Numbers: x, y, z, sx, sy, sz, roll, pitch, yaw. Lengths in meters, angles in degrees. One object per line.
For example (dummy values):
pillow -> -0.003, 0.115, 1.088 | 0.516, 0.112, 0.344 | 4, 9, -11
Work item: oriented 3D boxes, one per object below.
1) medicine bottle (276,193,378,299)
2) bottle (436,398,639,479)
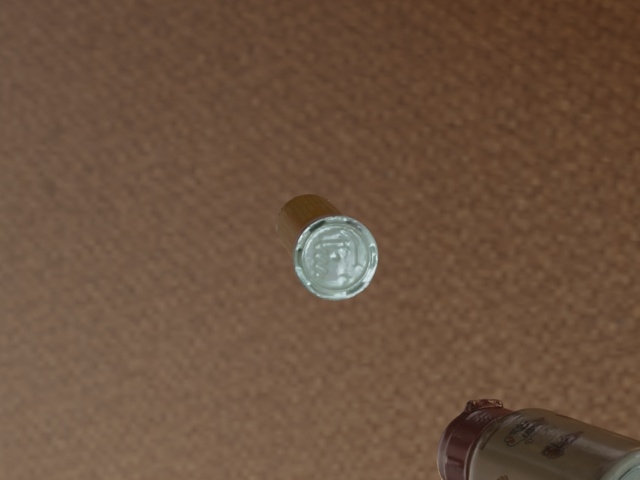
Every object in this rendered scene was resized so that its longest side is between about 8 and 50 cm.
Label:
medicine bottle -> 0.000, 0.000, 1.750 | 0.218, 0.074, 0.074 | -131, 52, -79
bottle -> 0.183, 0.193, 1.559 | 0.233, 0.110, 0.110 | 13, 97, 57
